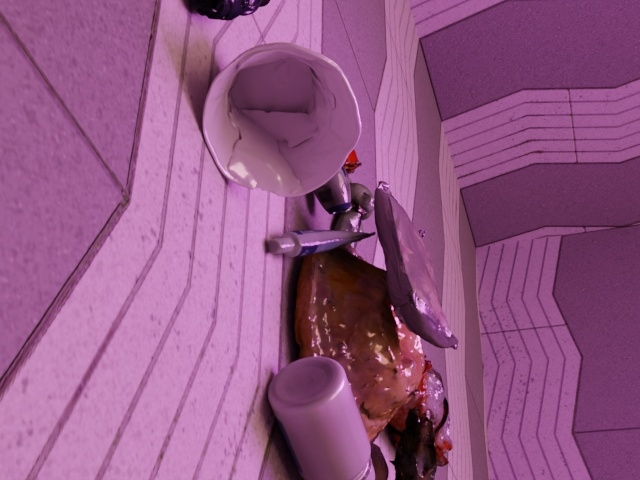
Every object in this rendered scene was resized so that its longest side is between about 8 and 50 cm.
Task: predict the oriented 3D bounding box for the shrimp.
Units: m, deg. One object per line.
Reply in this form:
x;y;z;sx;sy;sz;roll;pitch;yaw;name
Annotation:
0.150;0.504;1.283;0.272;0.085;0.444;39;54;-85;shrimp

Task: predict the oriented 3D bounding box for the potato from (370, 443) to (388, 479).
0.105;0.399;1.370;0.037;0.036;0.093;34;48;-63;potato

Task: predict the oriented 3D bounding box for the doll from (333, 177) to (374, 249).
0.062;-0.041;1.412;0.115;0.078;0.150;52;43;-39;doll

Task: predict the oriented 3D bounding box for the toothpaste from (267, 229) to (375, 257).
0.000;0.000;1.129;0.216;0.062;0.037;-8;95;-54;toothpaste

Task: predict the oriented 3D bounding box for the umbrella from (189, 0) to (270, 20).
-0.102;-0.318;1.013;0.248;0.071;0.070;-44;123;-72;umbrella

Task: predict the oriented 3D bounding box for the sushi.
0.187;0.333;1.531;0.332;0.124;0.129;65;34;-47;sushi

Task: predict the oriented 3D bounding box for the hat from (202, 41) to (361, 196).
-0.052;-0.169;0.960;0.126;0.203;0.203;-102;172;-52;hat

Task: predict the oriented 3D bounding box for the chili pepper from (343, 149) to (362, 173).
0.016;-0.199;1.350;0.088;0.065;0.168;150;-73;-70;chili pepper

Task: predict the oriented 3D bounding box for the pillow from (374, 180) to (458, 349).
0.134;0.045;1.174;0.169;0.059;0.255;41;29;-43;pillow

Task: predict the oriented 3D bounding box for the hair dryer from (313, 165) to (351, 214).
-0.027;-0.132;1.227;0.199;0.067;0.167;14;58;-56;hair dryer

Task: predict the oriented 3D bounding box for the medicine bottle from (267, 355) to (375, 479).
0.006;0.250;1.008;0.102;0.103;0.186;-73;149;-56;medicine bottle

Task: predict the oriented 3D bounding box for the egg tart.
0.072;0.156;1.212;0.352;0.150;0.351;-13;90;-72;egg tart
